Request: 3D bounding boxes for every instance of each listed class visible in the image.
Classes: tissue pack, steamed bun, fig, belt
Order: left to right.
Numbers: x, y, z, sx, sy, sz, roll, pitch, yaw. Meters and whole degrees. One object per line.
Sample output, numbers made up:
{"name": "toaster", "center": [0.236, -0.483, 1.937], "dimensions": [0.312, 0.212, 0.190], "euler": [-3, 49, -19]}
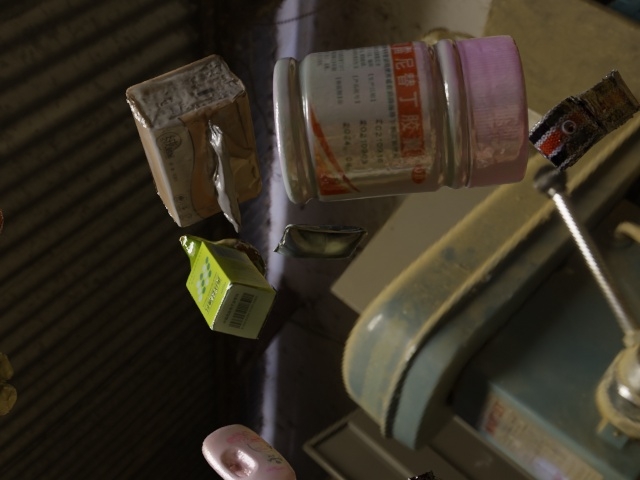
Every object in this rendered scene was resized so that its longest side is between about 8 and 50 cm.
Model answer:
{"name": "steamed bun", "center": [-0.812, 0.335, 1.895], "dimensions": [0.106, 0.192, 0.177], "euler": [-30, -18, 20]}
{"name": "tissue pack", "center": [-0.231, -0.171, 1.605], "dimensions": [0.238, 0.238, 0.306], "euler": [-41, -28, -24]}
{"name": "fig", "center": [-0.292, 0.073, 2.241], "dimensions": [0.206, 0.275, 0.206], "euler": [-45, -26, -29]}
{"name": "belt", "center": [0.436, -0.197, 1.319], "dimensions": [0.126, 0.094, 0.359], "euler": [-37, -4, 37]}

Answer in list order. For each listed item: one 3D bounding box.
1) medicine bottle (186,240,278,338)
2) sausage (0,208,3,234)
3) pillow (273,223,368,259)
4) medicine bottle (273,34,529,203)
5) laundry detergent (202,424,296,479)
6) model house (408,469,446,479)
{"name": "medicine bottle", "center": [-0.225, 0.120, 1.974], "dimensions": [0.141, 0.250, 0.137], "euler": [18, -75, -31]}
{"name": "sausage", "center": [-0.626, -0.009, 1.436], "dimensions": [0.089, 0.089, 0.179], "euler": [-17, -35, -51]}
{"name": "pillow", "center": [0.000, 0.002, 1.240], "dimensions": [0.135, 0.091, 0.055], "euler": [0, -90, -19]}
{"name": "medicine bottle", "center": [0.105, -0.161, 1.067], "dimensions": [0.315, 0.202, 0.202], "euler": [-6, -32, 4]}
{"name": "laundry detergent", "center": [-0.138, 0.547, 1.848], "dimensions": [0.159, 0.335, 0.088], "euler": [-10, -65, -36]}
{"name": "model house", "center": [0.285, 0.710, 2.087], "dimensions": [0.141, 0.164, 0.203], "euler": [62, -140, -47]}
